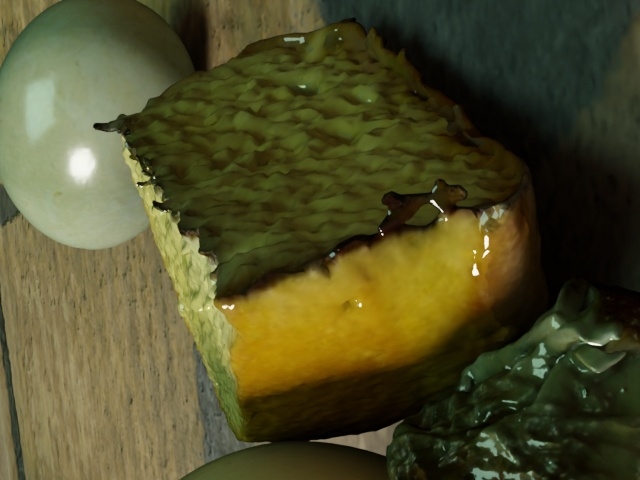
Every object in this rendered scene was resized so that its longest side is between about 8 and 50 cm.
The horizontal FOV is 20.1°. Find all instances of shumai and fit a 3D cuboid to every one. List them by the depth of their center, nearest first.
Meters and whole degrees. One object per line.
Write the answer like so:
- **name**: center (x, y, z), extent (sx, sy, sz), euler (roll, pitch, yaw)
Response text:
- **shumai**: center (0.083, 0.056, 0.600), extent (0.124, 0.099, 0.087), euler (10, 91, 27)

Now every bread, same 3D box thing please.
- **bread**: center (0.004, 0.010, 0.712), extent (0.260, 0.129, 0.134), euler (-132, 22, -67)

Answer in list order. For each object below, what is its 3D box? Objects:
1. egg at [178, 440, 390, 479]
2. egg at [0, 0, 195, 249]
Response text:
- **egg**: center (0.012, 0.189, 0.668), extent (0.241, 0.186, 0.186), euler (64, 158, -11)
- **egg**: center (-0.122, -0.062, 0.983), extent (0.114, 0.114, 0.152), euler (59, 145, 42)
